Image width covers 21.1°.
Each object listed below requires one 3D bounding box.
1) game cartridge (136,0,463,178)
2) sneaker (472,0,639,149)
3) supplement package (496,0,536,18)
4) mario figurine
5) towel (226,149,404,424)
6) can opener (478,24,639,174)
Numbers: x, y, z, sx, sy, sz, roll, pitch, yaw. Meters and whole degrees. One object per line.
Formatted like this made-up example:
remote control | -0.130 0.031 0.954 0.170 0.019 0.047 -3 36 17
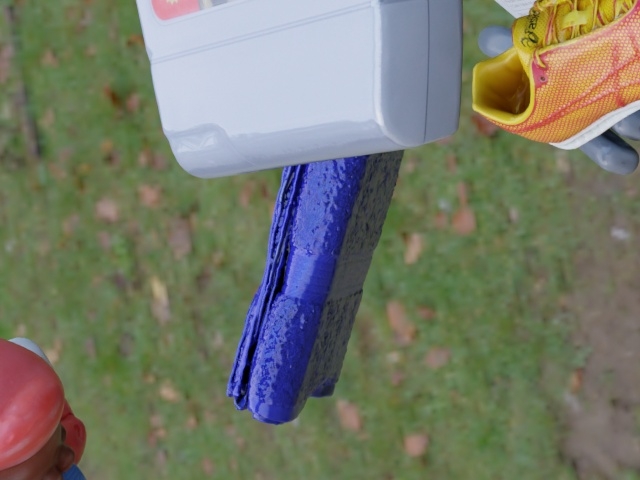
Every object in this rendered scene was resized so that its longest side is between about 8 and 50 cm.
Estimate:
game cartridge | -0.025 -0.179 0.757 0.196 0.060 0.294 -7 96 50
sneaker | 0.128 -0.090 0.778 0.175 0.067 0.064 -42 39 52
supplement package | 0.141 -0.265 1.044 0.177 0.293 0.175 -60 22 -14
mario figurine | -0.235 0.203 1.302 0.320 0.170 0.198 62 172 -28
towel | 0.000 0.000 1.523 0.227 0.076 0.308 -11 -62 -79
can opener | 0.240 -0.154 1.772 0.076 0.095 0.283 -67 24 16
